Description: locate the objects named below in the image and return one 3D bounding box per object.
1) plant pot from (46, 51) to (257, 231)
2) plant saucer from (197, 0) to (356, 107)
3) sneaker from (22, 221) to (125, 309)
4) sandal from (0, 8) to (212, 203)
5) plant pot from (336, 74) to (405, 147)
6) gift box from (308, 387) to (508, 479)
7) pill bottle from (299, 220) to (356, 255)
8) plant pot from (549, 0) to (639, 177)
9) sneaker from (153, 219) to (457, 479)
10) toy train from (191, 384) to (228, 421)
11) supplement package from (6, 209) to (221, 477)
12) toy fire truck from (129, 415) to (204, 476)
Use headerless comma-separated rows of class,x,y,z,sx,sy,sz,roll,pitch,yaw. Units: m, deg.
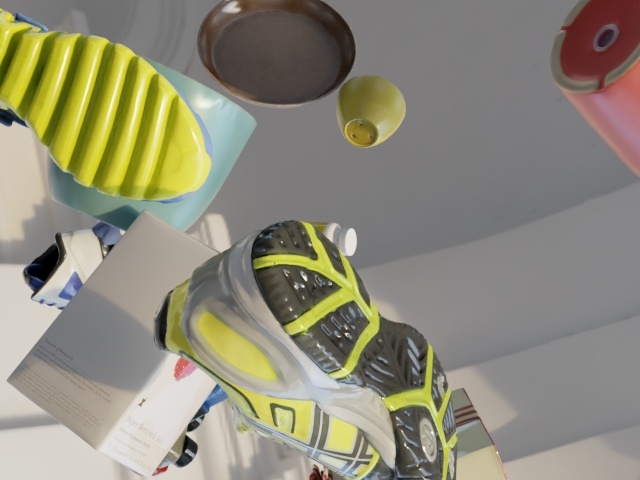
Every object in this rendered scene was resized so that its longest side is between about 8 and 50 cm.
plant pot,-0.276,-0.131,1.306,0.293,0.293,0.235,21,-93,43
plant saucer,-0.086,-0.372,1.688,0.050,0.311,0.310,103,-34,-58
sneaker,-0.460,0.099,1.610,0.127,0.182,0.315,-128,-142,-53
sandal,-0.235,-0.135,0.791,0.317,0.138,0.126,31,-88,6
plant pot,0.085,-0.228,1.612,0.134,0.134,0.095,-30,-153,38
gift box,0.131,0.372,1.183,0.258,0.276,0.255,-20,-85,3
pill bottle,0.000,0.000,1.481,0.116,0.065,0.065,2,-93,25
plant pot,0.490,-0.248,1.262,0.275,0.243,0.274,-37,-140,40
sneaker,0.009,0.132,0.765,0.147,0.384,0.145,-18,-142,25
toy train,-0.174,0.221,1.380,0.184,0.080,0.105,-27,-157,9
supplement package,-0.239,0.141,1.180,0.175,0.177,0.293,28,-107,24
toy fire truck,-0.362,0.334,1.620,0.246,0.158,0.217,-26,-146,24
